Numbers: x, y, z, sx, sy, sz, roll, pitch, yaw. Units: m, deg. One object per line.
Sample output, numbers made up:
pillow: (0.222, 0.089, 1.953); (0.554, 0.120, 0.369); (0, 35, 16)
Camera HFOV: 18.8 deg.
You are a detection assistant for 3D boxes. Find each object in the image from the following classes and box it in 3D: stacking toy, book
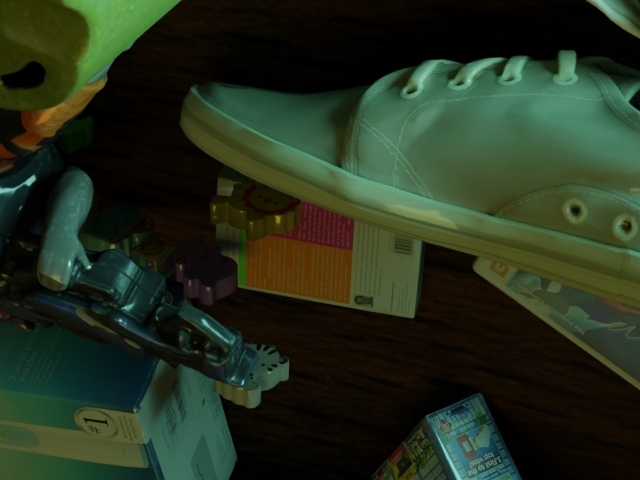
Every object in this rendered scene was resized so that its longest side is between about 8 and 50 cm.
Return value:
stacking toy: (-0.113, 0.004, 1.340); (0.221, 0.052, 0.167); (24, 133, 25)
book: (0.000, 0.000, 1.333); (0.144, 0.035, 0.096); (12, 136, 9)

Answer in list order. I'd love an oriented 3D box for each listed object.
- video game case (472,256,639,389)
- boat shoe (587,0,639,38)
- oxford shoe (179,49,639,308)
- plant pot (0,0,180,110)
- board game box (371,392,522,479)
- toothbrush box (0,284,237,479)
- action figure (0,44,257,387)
video game case: (0.214, 0.017, 1.221); (0.201, 0.023, 0.183); (36, 137, 7)
boat shoe: (0.220, -0.125, 1.054); (0.277, 0.096, 0.098); (26, 139, -6)
oxford shoe: (0.114, -0.053, 1.133); (0.449, 0.169, 0.130); (16, 100, 33)
plant pot: (-0.119, -0.211, 0.930); (0.276, 0.254, 0.276); (27, 150, 17)
board game box: (0.111, 0.247, 1.455); (0.194, 0.060, 0.194); (57, 142, 19)
toothbrush box: (-0.236, 0.134, 1.506); (0.296, 0.126, 0.216); (7, 138, 17)
action figure: (-0.169, -0.053, 1.222); (0.341, 0.178, 0.330); (23, 138, 6)
